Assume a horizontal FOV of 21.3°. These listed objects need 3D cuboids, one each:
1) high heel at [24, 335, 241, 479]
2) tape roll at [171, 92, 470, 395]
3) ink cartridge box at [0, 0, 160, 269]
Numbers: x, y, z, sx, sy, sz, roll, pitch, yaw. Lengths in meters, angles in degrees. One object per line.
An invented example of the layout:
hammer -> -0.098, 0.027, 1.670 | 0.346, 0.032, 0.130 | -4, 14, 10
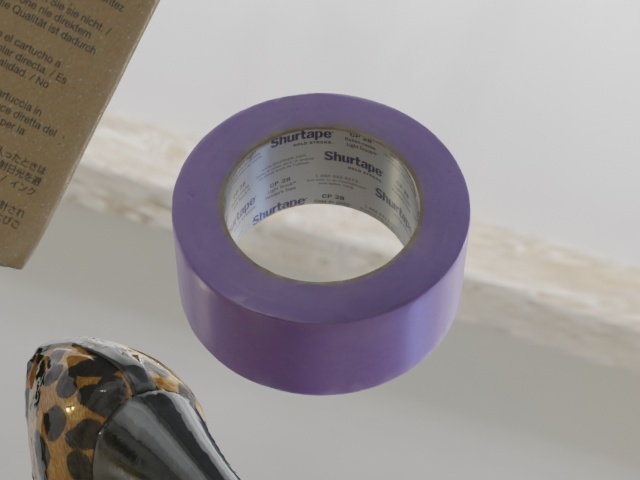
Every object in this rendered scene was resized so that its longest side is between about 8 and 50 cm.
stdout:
high heel -> -0.086, 0.175, 0.728 | 0.186, 0.093, 0.261 | 44, -51, 35
tape roll -> 0.000, 0.000, 1.091 | 0.189, 0.189, 0.080 | 10, -38, 7
ink cartridge box -> -0.184, -0.123, 0.657 | 0.234, 0.193, 0.088 | 27, -1, -30
